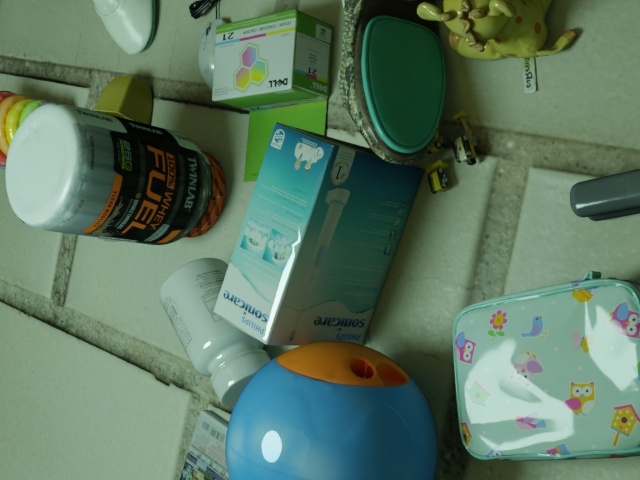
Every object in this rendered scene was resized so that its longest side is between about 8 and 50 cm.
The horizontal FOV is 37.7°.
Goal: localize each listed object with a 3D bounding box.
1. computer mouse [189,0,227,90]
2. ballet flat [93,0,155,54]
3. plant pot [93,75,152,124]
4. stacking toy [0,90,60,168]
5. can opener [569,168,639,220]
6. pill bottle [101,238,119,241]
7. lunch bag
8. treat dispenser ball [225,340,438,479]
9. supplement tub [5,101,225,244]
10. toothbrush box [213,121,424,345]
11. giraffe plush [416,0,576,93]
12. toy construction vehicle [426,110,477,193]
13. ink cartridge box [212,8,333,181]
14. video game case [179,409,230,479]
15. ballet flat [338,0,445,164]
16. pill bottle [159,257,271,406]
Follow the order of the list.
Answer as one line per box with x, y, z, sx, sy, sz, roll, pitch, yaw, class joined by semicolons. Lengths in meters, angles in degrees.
-0.196;-0.366;1.701;0.106;0.042;0.192;-15;75;37;computer mouse
-0.417;-0.564;1.858;0.139;0.139;0.400;-15;75;38;ballet flat
-0.374;-0.273;1.820;0.081;0.081;0.083;12;80;41;plant pot
-0.585;-0.235;1.961;0.302;0.175;0.165;2;89;29;stacking toy
0.437;-0.046;1.102;0.284;0.076;0.095;-12;76;40;can opener
-0.392;-0.091;1.797;0.094;0.094;0.169;-24;69;36;pill bottle
0.304;0.159;1.166;0.279;0.108;0.223;-14;72;38;lunch bag
0.015;0.279;1.275;0.288;0.288;0.288;-6;80;40;treat dispenser ball
-0.336;-0.102;1.591;0.207;0.338;0.207;-6;81;39;supplement tub
0.000;0.000;1.375;0.126;0.216;0.295;25;102;40;toothbrush box
0.221;-0.311;1.256;0.181;0.171;0.210;-29;67;34;giraffe plush
0.188;-0.127;1.355;0.086;0.035;0.098;-34;61;44;toy construction vehicle
-0.085;-0.233;1.554;0.189;0.097;0.255;-1;83;40;ink cartridge box
-0.158;0.411;1.582;0.201;0.023;0.183;24;100;39;video game case
0.094;-0.324;1.400;0.182;0.164;0.482;-22;63;59;ballet flat
-0.165;0.152;1.549;0.131;0.131;0.229;-48;57;26;pill bottle
